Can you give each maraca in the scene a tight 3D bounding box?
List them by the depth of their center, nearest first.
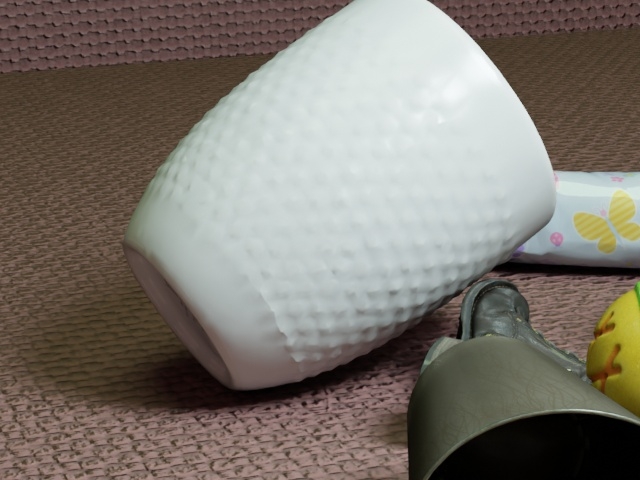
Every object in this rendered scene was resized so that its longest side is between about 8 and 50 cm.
[{"bbox_3d":[0.249,0.114,1.248,0.099,0.127,0.185,-10,46,9],"label":"maraca"}]

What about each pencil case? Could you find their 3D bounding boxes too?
[{"bbox_3d":[0.313,-0.025,1.851,0.273,0.113,0.124,1,8,5],"label":"pencil case"}]

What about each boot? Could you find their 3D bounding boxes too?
[{"bbox_3d":[0.216,0.121,1.436,0.229,0.091,0.263,10,23,17],"label":"boot"}]

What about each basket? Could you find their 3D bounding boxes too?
[{"bbox_3d":[0.140,0.157,1.181,0.204,0.154,0.227,3,12,-9],"label":"basket"}]

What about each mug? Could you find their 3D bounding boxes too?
[{"bbox_3d":[-0.005,-0.015,1.577,0.328,0.276,0.374,-37,-7,-15],"label":"mug"}]
